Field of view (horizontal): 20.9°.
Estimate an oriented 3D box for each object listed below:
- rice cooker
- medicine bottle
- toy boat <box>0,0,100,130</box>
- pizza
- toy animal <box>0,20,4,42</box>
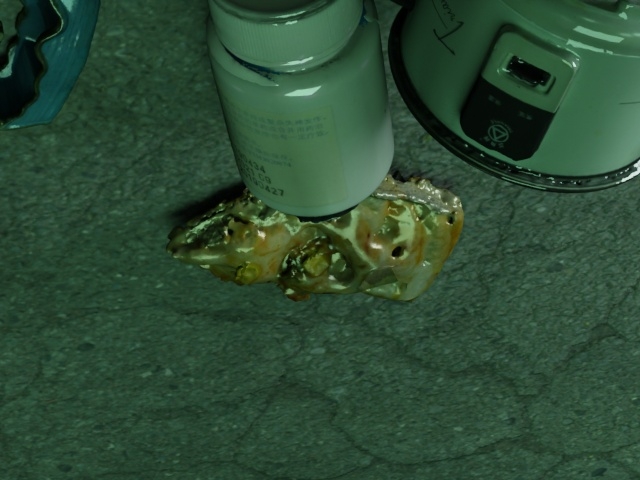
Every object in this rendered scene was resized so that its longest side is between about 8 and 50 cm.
[{"bbox_3d":[0.185,-0.169,1.364,0.280,0.241,0.227,25,137,2],"label":"rice cooker"},{"bbox_3d":[-0.018,-0.143,1.423,0.143,0.143,0.258,-11,146,0],"label":"medicine bottle"},{"bbox_3d":[-0.232,-0.167,1.387,0.077,0.075,0.185,1,141,-32],"label":"toy boat"},{"bbox_3d":[0.000,0.000,1.694,0.297,0.071,0.189,8,141,-25],"label":"pizza"},{"bbox_3d":[-0.315,-0.186,1.330,0.137,0.082,0.269,5,143,-24],"label":"toy animal"}]
